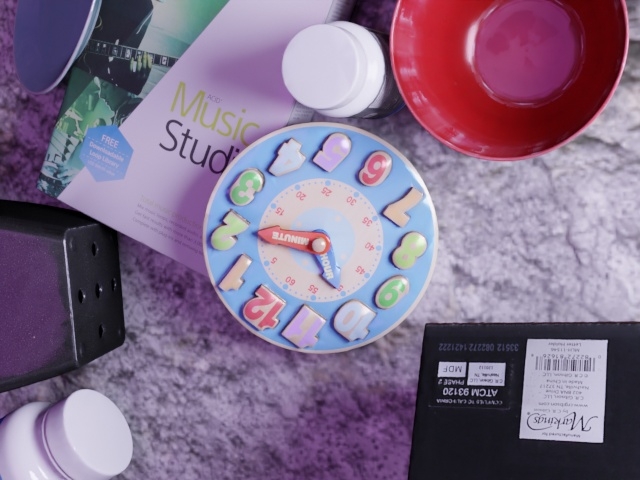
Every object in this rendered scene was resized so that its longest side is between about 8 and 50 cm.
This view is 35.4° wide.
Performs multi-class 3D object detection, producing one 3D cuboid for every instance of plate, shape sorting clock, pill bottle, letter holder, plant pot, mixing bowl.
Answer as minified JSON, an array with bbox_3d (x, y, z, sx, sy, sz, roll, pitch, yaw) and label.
[{"bbox_3d":[-0.246,-0.229,0.960,0.188,0.024,0.188,-15,70,48],"label":"plate"},{"bbox_3d":[0.000,0.000,0.875,0.206,0.040,0.206,0,104,2],"label":"shape sorting clock"},{"bbox_3d":[-0.300,0.238,1.009,0.221,0.124,0.124,-33,83,23],"label":"pill bottle"},{"bbox_3d":[0.246,0.171,0.782,0.302,0.214,0.152,-2,63,23],"label":"letter holder"},{"bbox_3d":[0.024,-0.140,0.830,0.078,0.137,0.078,2,96,22],"label":"pill bottle"},{"bbox_3d":[-0.290,0.050,0.966,0.167,0.187,0.188,-4,94,10],"label":"plant pot"},{"bbox_3d":[0.156,-0.155,0.796,0.181,0.098,0.181,3,97,23],"label":"mixing bowl"}]

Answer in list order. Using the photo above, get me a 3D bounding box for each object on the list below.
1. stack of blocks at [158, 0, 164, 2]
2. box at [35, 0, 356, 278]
[{"bbox_3d":[-0.113,-0.352,0.809,0.087,0.171,0.297,25,88,19],"label":"stack of blocks"},{"bbox_3d":[-0.117,-0.149,0.931,0.232,0.058,0.322,25,103,18],"label":"box"}]
